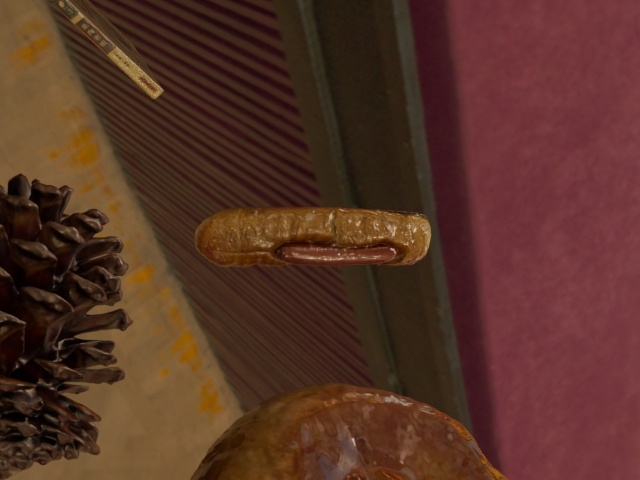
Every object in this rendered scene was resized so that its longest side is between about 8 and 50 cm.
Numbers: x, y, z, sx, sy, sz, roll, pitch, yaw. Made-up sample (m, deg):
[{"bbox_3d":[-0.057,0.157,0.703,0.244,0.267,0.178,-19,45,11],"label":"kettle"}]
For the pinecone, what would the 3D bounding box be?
[{"bbox_3d":[-0.295,0.074,0.815,0.246,0.246,0.292,40,51,-47],"label":"pinecone"}]

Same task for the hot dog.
[{"bbox_3d":[0.000,0.000,0.755,0.216,0.047,0.066,1,138,-20],"label":"hot dog"}]

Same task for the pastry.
[{"bbox_3d":[0.037,0.287,0.769,0.356,0.356,0.163,-13,144,-35],"label":"pastry"}]

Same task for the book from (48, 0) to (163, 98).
[{"bbox_3d":[-0.339,-0.324,1.311,0.026,0.161,0.231,-41,139,5],"label":"book"}]
